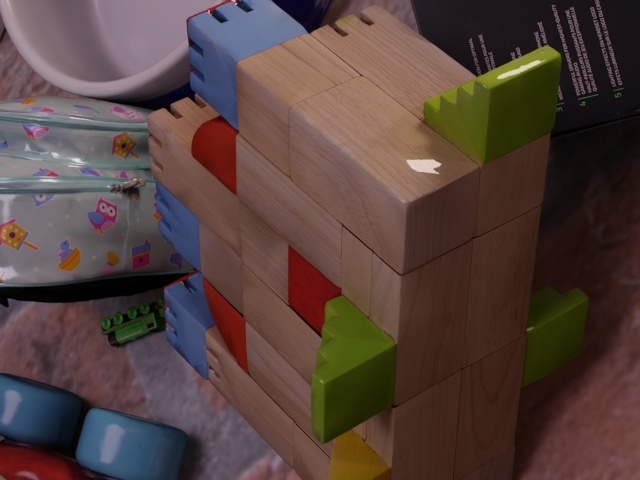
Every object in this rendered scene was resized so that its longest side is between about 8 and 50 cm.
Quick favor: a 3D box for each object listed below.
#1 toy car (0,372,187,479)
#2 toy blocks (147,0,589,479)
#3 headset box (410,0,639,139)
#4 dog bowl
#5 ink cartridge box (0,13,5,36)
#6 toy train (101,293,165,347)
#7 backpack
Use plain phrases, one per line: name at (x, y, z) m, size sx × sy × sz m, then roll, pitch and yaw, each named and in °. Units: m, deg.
toy car at (-0.242, 0.199, 1.188) m, size 0.210 × 0.238 × 0.219 m, roll 13°, pitch 85°, yaw 38°
toy blocks at (0.000, 0.000, 1.046) m, size 0.261 × 0.191 × 0.381 m, roll 42°, pitch 147°, yaw 36°
headset box at (0.173, -0.194, 1.005) m, size 0.283 × 0.131 × 0.246 m, roll -13°, pitch 96°, yaw 33°
dog bowl at (-0.110, -0.225, 1.278) m, size 0.265 × 0.104 × 0.265 m, roll -6°, pitch 80°, yaw 38°
ink cartridge box at (-0.290, -0.249, 1.444) m, size 0.092 × 0.090 × 0.143 m, roll 26°, pitch 94°, yaw 38°
toy train at (-0.124, 0.056, 1.283) m, size 0.083 × 0.017 × 0.023 m, roll -22°, pitch 75°, yaw 30°
backpack at (-0.185, -0.026, 1.220) m, size 0.166 × 0.188 × 0.144 m, roll 9°, pitch 107°, yaw 38°
